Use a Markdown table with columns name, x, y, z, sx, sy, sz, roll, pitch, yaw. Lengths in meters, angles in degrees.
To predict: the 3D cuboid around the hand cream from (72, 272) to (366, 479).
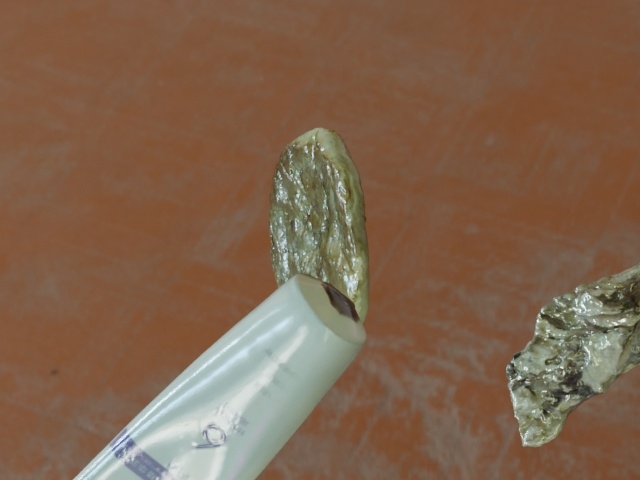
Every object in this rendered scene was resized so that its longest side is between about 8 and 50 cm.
| name | x | y | z | sx | sy | sz | roll | pitch | yaw |
| --- | --- | --- | --- | --- | --- | --- | --- | --- | --- |
| hand cream | -0.089 | 0.150 | 1.035 | 0.109 | 0.321 | 0.067 | 42 | 18 | -4 |

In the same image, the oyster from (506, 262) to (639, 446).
| name | x | y | z | sx | sy | sz | roll | pitch | yaw |
| --- | --- | --- | --- | --- | --- | --- | --- | --- | --- |
| oyster | 0.272 | 0.054 | 1.191 | 0.252 | 0.199 | 0.087 | -28 | 68 | -23 |

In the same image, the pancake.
| name | x | y | z | sx | sy | sz | roll | pitch | yaw |
| --- | --- | --- | --- | --- | --- | --- | --- | --- | --- |
| pancake | 0.000 | 0.000 | 1.482 | 0.037 | 0.254 | 0.254 | -4 | 44 | -21 |
